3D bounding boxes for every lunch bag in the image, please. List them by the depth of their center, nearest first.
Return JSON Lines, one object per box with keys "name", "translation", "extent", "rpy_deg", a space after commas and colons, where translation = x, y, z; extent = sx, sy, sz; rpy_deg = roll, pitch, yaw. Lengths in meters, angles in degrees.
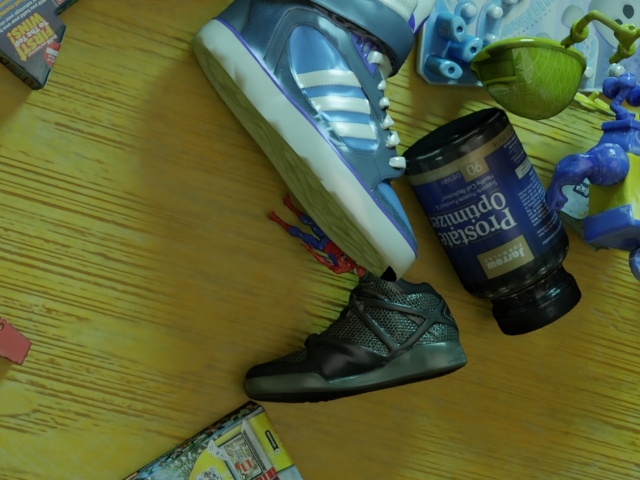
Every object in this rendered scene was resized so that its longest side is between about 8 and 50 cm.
{"name": "lunch bag", "translation": [0.297, -0.039, 1.682], "extent": [0.083, 0.053, 0.071], "rpy_deg": [41, 78, -7]}

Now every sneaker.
{"name": "sneaker", "translation": [0.053, -0.149, 1.526], "extent": [0.236, 0.130, 0.323], "rpy_deg": [-38, 85, -14]}
{"name": "sneaker", "translation": [0.026, 0.094, 1.582], "extent": [0.228, 0.087, 0.130], "rpy_deg": [-13, 77, -4]}

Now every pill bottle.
{"name": "pill bottle", "translation": [0.182, -0.018, 1.605], "extent": [0.123, 0.123, 0.219], "rpy_deg": [-32, 102, -15]}

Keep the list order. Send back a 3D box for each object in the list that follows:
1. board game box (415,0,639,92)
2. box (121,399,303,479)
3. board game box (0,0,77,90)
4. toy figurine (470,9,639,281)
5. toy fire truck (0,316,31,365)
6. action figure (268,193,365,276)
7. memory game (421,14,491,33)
{"name": "board game box", "translation": [0.306, -0.349, 1.635], "extent": [0.390, 0.050, 0.389], "rpy_deg": [1, 101, -19]}
{"name": "box", "translation": [-0.078, 0.303, 1.572], "extent": [0.159, 0.044, 0.233], "rpy_deg": [-30, 102, -15]}
{"name": "board game box", "translation": [-0.286, -0.250, 1.466], "extent": [0.194, 0.060, 0.194], "rpy_deg": [-38, 105, -14]}
{"name": "toy figurine", "translation": [0.321, -0.070, 1.548], "extent": [0.363, 0.191, 0.217], "rpy_deg": [11, 75, -41]}
{"name": "toy fire truck", "translation": [-0.386, 0.103, 1.455], "extent": [0.192, 0.047, 0.135], "rpy_deg": [31, 82, -17]}
{"name": "action figure", "translation": [0.000, 0.000, 1.564], "extent": [0.115, 0.030, 0.038], "rpy_deg": [38, 74, 14]}
{"name": "memory game", "translation": [0.140, -0.308, 1.635], "extent": [0.186, 0.012, 0.186], "rpy_deg": [-1, 92, -19]}
